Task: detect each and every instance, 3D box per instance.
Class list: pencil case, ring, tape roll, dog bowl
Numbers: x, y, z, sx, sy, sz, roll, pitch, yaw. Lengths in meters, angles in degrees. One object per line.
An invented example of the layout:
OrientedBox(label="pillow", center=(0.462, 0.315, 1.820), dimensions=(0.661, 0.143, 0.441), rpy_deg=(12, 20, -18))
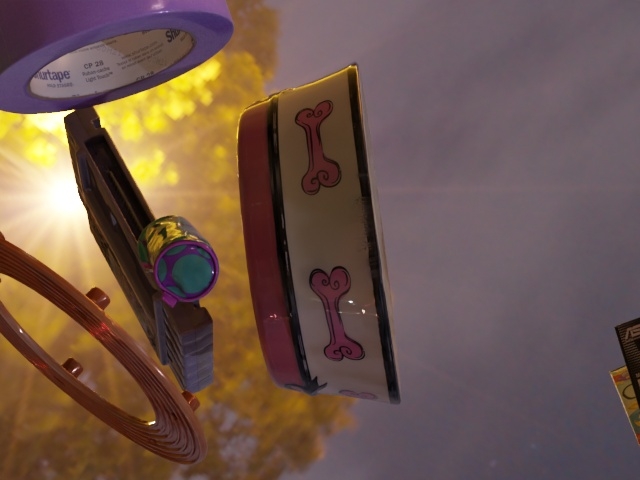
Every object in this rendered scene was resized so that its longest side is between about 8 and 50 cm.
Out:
OrientedBox(label="pencil case", center=(-0.145, 0.018, 1.300), dimensions=(0.070, 0.064, 0.151), rpy_deg=(-51, -164, -1))
OrientedBox(label="ring", center=(-0.238, 0.099, 1.269), dimensions=(0.032, 0.337, 0.336), rpy_deg=(-49, -160, -24))
OrientedBox(label="tape roll", center=(-0.235, -0.227, 1.388), dimensions=(0.274, 0.090, 0.275), rpy_deg=(-18, 174, -2))
OrientedBox(label="dog bowl", center=(0.000, 0.000, 1.543), dimensions=(0.150, 0.408, 0.408), rpy_deg=(-7, -147, 4))

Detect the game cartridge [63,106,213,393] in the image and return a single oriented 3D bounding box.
OrientedBox(label="game cartridge", center=(-0.245, 0.020, 1.730), dimensions=(0.068, 0.355, 0.230), rpy_deg=(-23, 157, -20))

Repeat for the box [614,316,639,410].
OrientedBox(label="box", center=(0.478, 0.167, 1.621), dimensions=(0.190, 0.045, 0.184), rpy_deg=(-26, -106, 45))

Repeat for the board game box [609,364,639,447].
OrientedBox(label="board game box", center=(0.530, 0.277, 1.864), dimensions=(0.142, 0.144, 0.275), rpy_deg=(-25, -163, 11))
